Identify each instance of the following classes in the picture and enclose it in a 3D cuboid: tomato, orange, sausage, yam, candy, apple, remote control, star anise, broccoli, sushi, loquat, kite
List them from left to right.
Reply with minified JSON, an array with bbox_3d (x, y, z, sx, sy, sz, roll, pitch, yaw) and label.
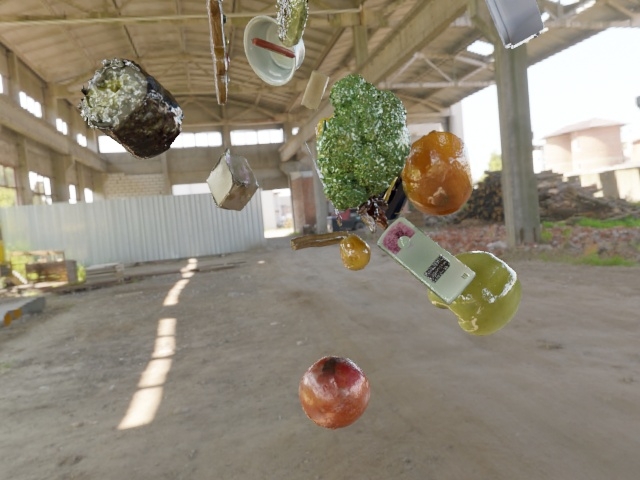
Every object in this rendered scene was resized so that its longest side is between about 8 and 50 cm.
[{"bbox_3d":[-0.695,-0.487,1.787,0.281,0.299,0.294,27,-5,22],"label":"sushi"},{"bbox_3d":[-0.356,-0.237,1.937,0.137,0.195,0.185,5,-43,-42],"label":"candy"},{"bbox_3d":[-0.175,-0.734,1.823,0.029,0.029,0.223,-2,-1,45],"label":"sausage"},{"bbox_3d":[0.000,0.000,1.828,0.241,0.056,0.057,-8,4,-16],"label":"yam"},{"bbox_3d":[0.014,-0.223,1.871,0.022,0.360,0.204,-23,0,5],"label":"kite"},{"bbox_3d":[0.043,0.439,1.404,0.208,0.184,0.208,18,14,-5],"label":"tomato"},{"bbox_3d":[0.121,0.042,1.707,0.113,0.137,0.137,-27,-3,14],"label":"loquat"},{"bbox_3d":[0.135,-0.305,1.489,0.321,0.413,0.310,-8,12,-12],"label":"broccoli"},{"bbox_3d":[0.179,-0.154,1.782,0.088,0.288,0.288,-18,-5,35],"label":"star anise"},{"bbox_3d":[0.361,0.065,1.673,0.344,0.145,0.050,43,1,25],"label":"remote control"},{"bbox_3d":[0.424,-0.219,1.726,0.275,0.274,0.310,-5,-16,11],"label":"orange"},{"bbox_3d":[0.676,0.205,2.083,0.360,0.320,0.312,-38,12,-19],"label":"apple"}]

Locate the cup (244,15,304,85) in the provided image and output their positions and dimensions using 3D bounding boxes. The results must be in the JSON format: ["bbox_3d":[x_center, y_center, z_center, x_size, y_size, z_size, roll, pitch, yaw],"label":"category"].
[{"bbox_3d":[-0.216,-0.999,2.476,0.347,0.347,0.163,-2,31,45],"label":"cup"}]

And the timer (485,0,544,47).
[{"bbox_3d":[0.691,-0.905,1.738,0.173,0.394,0.395,-22,-5,27],"label":"timer"}]

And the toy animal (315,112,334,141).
[{"bbox_3d":[0.047,-0.518,2.364,0.156,0.156,0.229,-2,47,-2],"label":"toy animal"}]

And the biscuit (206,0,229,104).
[{"bbox_3d":[-0.368,-0.713,1.760,0.064,0.431,0.283,-8,37,-12],"label":"biscuit"}]

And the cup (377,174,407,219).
[{"bbox_3d":[0.278,-0.222,2.005,0.178,0.256,0.255,38,32,30],"label":"cup"}]

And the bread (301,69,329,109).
[{"bbox_3d":[-0.022,-0.633,2.009,0.077,0.152,0.105,21,18,-6],"label":"bread"}]

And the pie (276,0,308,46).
[{"bbox_3d":[-0.104,-0.834,1.677,0.071,0.306,0.306,-5,3,-16],"label":"pie"}]
